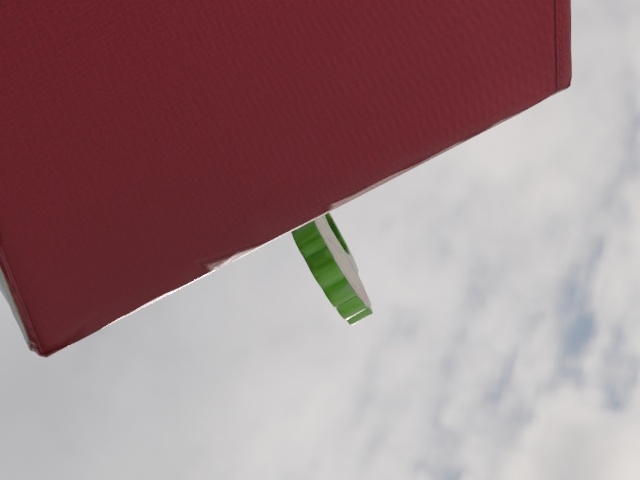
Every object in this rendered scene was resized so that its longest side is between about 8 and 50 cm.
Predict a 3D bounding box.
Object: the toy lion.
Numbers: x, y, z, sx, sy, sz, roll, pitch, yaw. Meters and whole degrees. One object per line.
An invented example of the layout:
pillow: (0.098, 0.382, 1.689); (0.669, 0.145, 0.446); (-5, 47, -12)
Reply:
toy lion: (0.000, 0.000, 1.009); (0.096, 0.034, 0.100); (61, -174, 10)

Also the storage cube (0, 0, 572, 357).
storage cube: (-0.056, -0.120, 0.578); (0.193, 0.183, 0.215); (-28, -36, -12)
